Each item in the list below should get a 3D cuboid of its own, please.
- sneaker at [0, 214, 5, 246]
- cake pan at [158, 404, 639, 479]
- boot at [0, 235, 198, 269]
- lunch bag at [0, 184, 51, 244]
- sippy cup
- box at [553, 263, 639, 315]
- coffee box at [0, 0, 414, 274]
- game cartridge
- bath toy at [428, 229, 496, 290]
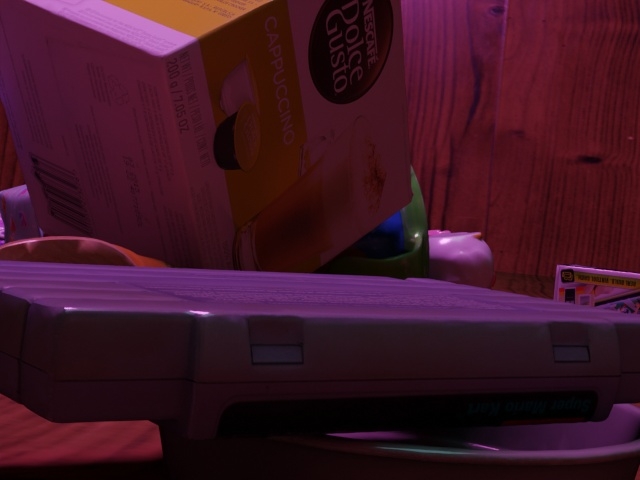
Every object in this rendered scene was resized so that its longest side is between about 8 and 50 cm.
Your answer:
[{"bbox_3d":[-0.494,-0.001,1.721,0.282,0.102,0.161,6,5,10],"label":"sneaker"},{"bbox_3d":[0.041,0.110,0.644,0.293,0.054,0.293,5,2,0],"label":"cake pan"},{"bbox_3d":[-0.204,0.058,1.042,0.295,0.104,0.211,10,-6,-37],"label":"boot"},{"bbox_3d":[-0.289,-0.006,1.579,0.262,0.160,0.223,-2,5,-29],"label":"lunch bag"},{"bbox_3d":[0.000,0.000,1.516,0.224,0.240,0.305,-5,-18,-14],"label":"sippy cup"},{"bbox_3d":[0.321,0.089,1.096,0.207,0.114,0.036,6,3,39],"label":"box"},{"bbox_3d":[-0.129,-0.164,1.304,0.338,0.338,0.334,25,46,37],"label":"coffee box"},{"bbox_3d":[-0.011,0.052,0.607,0.355,0.068,0.230,4,7,-33],"label":"game cartridge"},{"bbox_3d":[0.164,0.048,1.648,0.151,0.129,0.348,-6,3,-11],"label":"bath toy"}]
